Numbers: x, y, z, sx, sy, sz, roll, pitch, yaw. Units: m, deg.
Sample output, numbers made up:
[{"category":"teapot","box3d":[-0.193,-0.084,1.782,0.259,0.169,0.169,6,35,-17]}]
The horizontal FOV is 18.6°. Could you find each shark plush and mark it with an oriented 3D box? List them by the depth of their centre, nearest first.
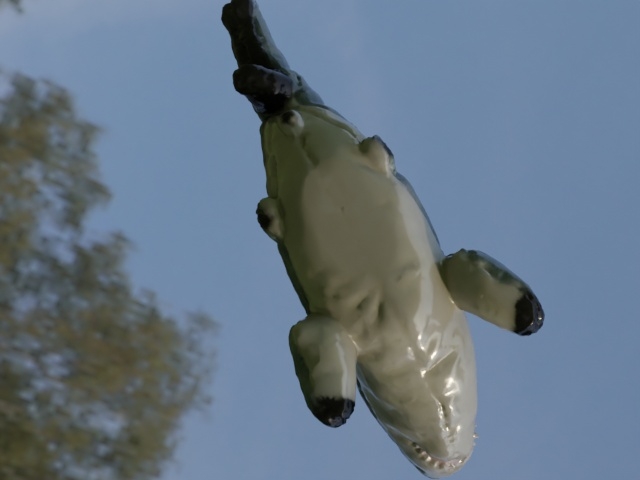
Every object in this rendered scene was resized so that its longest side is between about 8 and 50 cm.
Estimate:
[{"category":"shark plush","box3d":[0.000,0.000,0.608,0.073,0.067,0.161,-37,-104,-6]}]
